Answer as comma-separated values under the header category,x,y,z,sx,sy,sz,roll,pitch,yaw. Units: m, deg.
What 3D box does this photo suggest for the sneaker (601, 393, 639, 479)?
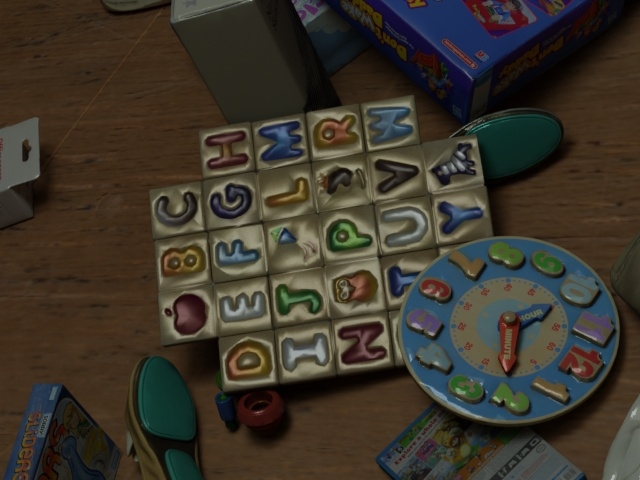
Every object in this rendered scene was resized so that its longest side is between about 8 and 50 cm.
category,x,y,z,sx,sy,sz,roll,pitch,yaw
sneaker,0.285,0.210,1.386,0.094,0.080,0.212,22,74,23

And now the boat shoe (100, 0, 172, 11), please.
category,x,y,z,sx,sy,sz,roll,pitch,yaw
boat shoe,-0.158,-0.361,2.019,0.285,0.092,0.103,-11,51,17

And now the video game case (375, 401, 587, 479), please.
category,x,y,z,sx,sy,sz,roll,pitch,yaw
video game case,0.143,0.208,1.484,0.119,0.015,0.166,-42,49,-10

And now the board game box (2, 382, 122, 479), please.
category,x,y,z,sx,sy,sz,roll,pitch,yaw
board game box,-0.256,0.256,1.552,0.035,0.136,0.201,-3,54,23

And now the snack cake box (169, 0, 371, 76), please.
category,x,y,z,sx,sy,sz,roll,pitch,yaw
snack cake box,-0.021,-0.267,1.884,0.264,0.089,0.152,-37,47,-6

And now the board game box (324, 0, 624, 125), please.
category,x,y,z,sx,sy,sz,roll,pitch,yaw
board game box,0.125,-0.307,1.757,0.233,0.078,0.347,-34,63,-22

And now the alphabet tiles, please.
category,x,y,z,sx,sy,sz,roll,pitch,yaw
alphabet tiles,0.000,0.000,1.628,0.342,0.011,0.285,-9,69,7

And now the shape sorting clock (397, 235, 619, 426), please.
category,x,y,z,sx,sy,sz,roll,pitch,yaw
shape sorting clock,0.175,0.080,1.519,0.206,0.040,0.206,-1,57,1

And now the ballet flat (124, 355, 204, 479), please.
category,x,y,z,sx,sy,sz,roll,pitch,yaw
ballet flat,-0.157,0.213,1.585,0.073,0.080,0.232,-48,39,25

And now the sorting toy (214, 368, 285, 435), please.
category,x,y,z,sx,sy,sz,roll,pitch,yaw
sorting toy,-0.071,0.162,1.610,0.061,0.042,0.102,-21,34,-12

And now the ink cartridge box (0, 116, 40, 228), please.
category,x,y,z,sx,sy,sz,roll,pitch,yaw
ink cartridge box,-0.398,-0.065,1.919,0.181,0.061,0.104,-19,49,11

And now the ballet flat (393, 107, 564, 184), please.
category,x,y,z,sx,sy,sz,roll,pitch,yaw
ballet flat,0.145,-0.085,1.682,0.213,0.072,0.068,-25,18,2

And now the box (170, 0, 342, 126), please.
category,x,y,z,sx,sy,sz,roll,pitch,yaw
box,-0.060,-0.181,1.708,0.094,0.275,0.113,-12,50,14

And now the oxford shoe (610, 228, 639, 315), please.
category,x,y,z,sx,sy,sz,roll,pitch,yaw
oxford shoe,0.418,-0.077,1.489,0.397,0.140,0.146,-41,26,-9
